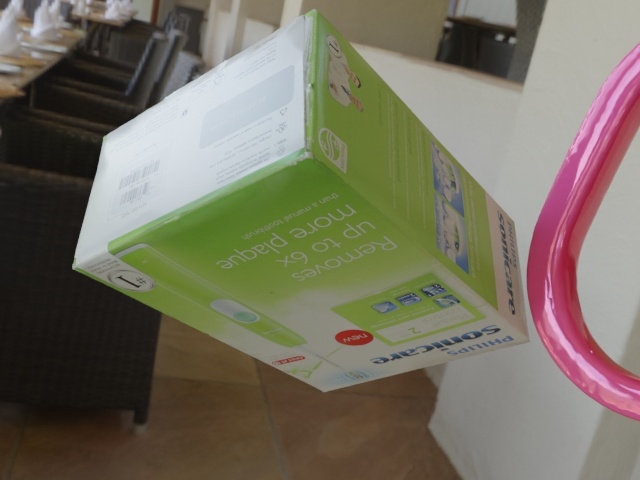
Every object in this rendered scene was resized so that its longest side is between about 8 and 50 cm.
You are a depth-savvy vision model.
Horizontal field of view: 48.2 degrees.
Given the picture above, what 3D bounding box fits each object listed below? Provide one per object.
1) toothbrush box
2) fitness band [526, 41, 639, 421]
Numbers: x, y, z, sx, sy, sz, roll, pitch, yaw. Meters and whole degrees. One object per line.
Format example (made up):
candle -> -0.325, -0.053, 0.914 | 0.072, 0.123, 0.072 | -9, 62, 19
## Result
toothbrush box -> 0.000, 0.000, 0.542 | 0.206, 0.122, 0.283 | -21, -37, 31
fitness band -> 0.258, -0.016, 0.478 | 0.209, 0.291, 0.054 | 32, 16, 38
